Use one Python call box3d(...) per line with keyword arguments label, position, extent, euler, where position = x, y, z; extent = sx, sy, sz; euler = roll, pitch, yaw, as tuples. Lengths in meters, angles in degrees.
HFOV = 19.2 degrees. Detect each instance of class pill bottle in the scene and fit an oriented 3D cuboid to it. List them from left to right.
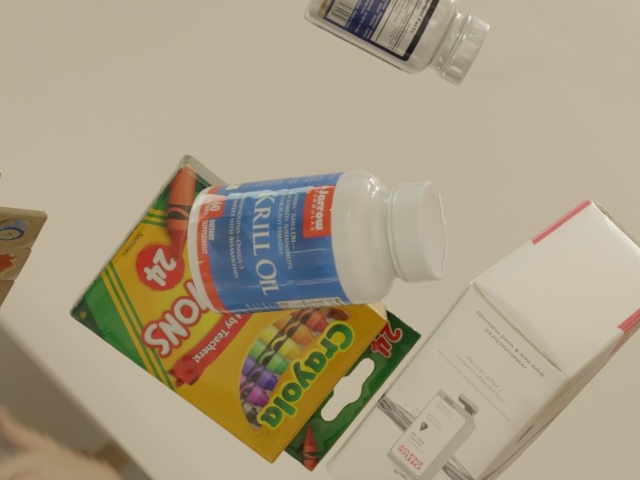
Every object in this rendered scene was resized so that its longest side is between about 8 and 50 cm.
box3d(label="pill bottle", position=(0.000, 0.000, 1.737), extent=(0.221, 0.124, 0.124), euler=(-6, 13, 19))
box3d(label="pill bottle", position=(0.077, -0.221, 1.859), extent=(0.094, 0.169, 0.094), euler=(-62, 4, 8))

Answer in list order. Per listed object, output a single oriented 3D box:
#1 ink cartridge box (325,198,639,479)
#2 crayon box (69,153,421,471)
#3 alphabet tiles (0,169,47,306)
box3d(label="ink cartridge box", position=(0.156, 0.121, 1.664), extent=(0.207, 0.117, 0.283), euler=(-33, -17, -46))
box3d(label="crayon box", position=(-0.074, 0.086, 1.973), extent=(0.202, 0.318, 0.081), euler=(-52, 7, 9))
box3d(label="alphabet tiles", position=(-0.411, 0.019, 1.689), extent=(0.285, 0.011, 0.342), euler=(6, -33, -23))
